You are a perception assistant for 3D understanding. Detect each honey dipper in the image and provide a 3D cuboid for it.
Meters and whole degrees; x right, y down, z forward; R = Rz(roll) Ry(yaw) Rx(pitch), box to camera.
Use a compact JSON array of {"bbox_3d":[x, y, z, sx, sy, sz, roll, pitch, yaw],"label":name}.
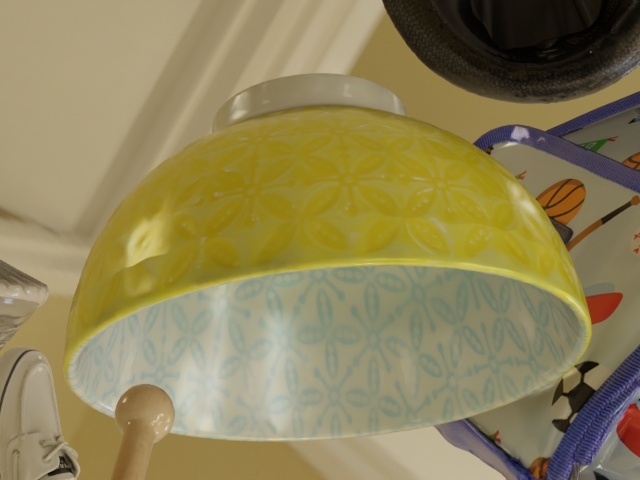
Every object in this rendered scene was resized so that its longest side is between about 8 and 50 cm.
[{"bbox_3d":[-0.057,0.092,0.408,0.030,0.030,0.161,28,-148,-11],"label":"honey dipper"}]

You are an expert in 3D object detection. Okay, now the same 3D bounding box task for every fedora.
[{"bbox_3d":[0.198,-0.290,1.479,0.334,0.334,0.152,32,180,3],"label":"fedora"}]

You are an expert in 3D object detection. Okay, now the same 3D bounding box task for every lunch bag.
[{"bbox_3d":[0.245,0.039,1.096,0.385,0.239,0.328,-22,-155,-15],"label":"lunch bag"}]

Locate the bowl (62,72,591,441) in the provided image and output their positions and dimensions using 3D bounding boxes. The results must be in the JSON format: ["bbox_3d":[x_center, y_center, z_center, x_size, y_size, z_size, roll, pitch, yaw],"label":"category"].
[{"bbox_3d":[0.000,0.000,0.886,0.289,0.289,0.156,19,-123,-41],"label":"bowl"}]

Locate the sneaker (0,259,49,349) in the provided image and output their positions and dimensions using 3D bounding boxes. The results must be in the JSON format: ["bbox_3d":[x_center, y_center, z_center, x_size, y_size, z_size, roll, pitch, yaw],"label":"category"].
[{"bbox_3d":[-0.310,0.073,1.395,0.105,0.115,0.281,29,168,0],"label":"sneaker"}]

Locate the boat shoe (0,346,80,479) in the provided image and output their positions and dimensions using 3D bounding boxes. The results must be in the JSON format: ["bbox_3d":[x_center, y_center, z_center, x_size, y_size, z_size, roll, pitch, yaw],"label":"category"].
[{"bbox_3d":[-0.300,0.245,1.658,0.088,0.267,0.096,-6,164,31],"label":"boat shoe"}]
